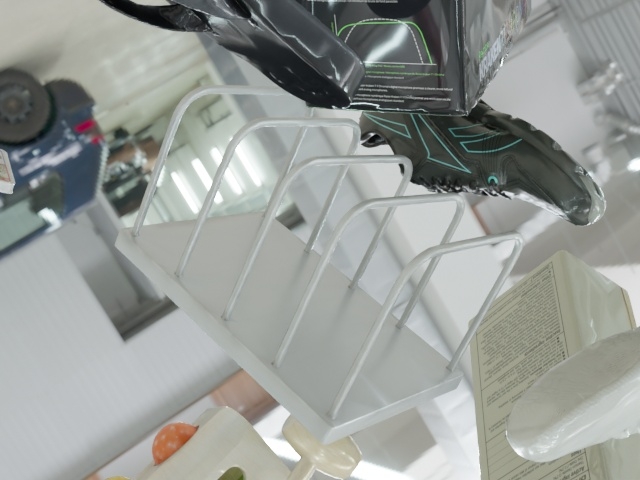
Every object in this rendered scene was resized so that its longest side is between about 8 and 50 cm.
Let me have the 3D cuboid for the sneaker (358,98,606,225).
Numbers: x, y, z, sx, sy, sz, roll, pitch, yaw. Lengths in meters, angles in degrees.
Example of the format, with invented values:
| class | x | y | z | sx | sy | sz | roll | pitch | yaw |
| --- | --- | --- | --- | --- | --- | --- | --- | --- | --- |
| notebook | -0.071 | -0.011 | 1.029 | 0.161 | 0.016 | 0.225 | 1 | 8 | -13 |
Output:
| class | x | y | z | sx | sy | sz | roll | pitch | yaw |
| --- | --- | --- | --- | --- | --- | --- | --- | --- | --- |
| sneaker | 0.142 | -0.077 | 0.887 | 0.106 | 0.267 | 0.101 | -54 | 146 | 5 |

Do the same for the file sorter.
| class | x | y | z | sx | sy | sz | roll | pitch | yaw |
| --- | --- | --- | --- | --- | --- | --- | --- | --- | --- |
| file sorter | 0.000 | 0.000 | 0.824 | 0.193 | 0.278 | 0.173 | -9 | 130 | -50 |

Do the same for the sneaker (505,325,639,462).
| class | x | y | z | sx | sy | sz | roll | pitch | yaw |
| --- | --- | --- | --- | --- | --- | --- | --- | --- | --- |
| sneaker | 0.223 | 0.103 | 0.629 | 0.212 | 0.094 | 0.080 | -28 | -171 | -17 |

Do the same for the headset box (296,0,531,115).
| class | x | y | z | sx | sy | sz | roll | pitch | yaw |
| --- | --- | --- | --- | --- | --- | --- | --- | --- | --- |
| headset box | 0.075 | -0.273 | 0.718 | 0.131 | 0.283 | 0.246 | 6 | -148 | 22 |

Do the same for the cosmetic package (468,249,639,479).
| class | x | y | z | sx | sy | sz | roll | pitch | yaw |
| --- | --- | --- | --- | --- | --- | --- | --- | --- | --- |
| cosmetic package | 0.251 | 0.177 | 0.985 | 0.160 | 0.113 | 0.309 | -44 | -153 | 35 |

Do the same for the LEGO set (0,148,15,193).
| class | x | y | z | sx | sy | sz | roll | pitch | yaw |
| --- | --- | --- | --- | --- | --- | --- | --- | --- | --- |
| LEGO set | -0.365 | -0.097 | 0.797 | 0.060 | 0.183 | 0.244 | -66 | -148 | 16 |

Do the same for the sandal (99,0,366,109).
| class | x | y | z | sx | sy | sz | roll | pitch | yaw |
| --- | --- | --- | --- | --- | --- | --- | --- | --- | --- |
| sandal | -0.080 | -0.143 | 0.534 | 0.054 | 0.254 | 0.097 | -61 | -156 | -9 |

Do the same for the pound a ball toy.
| class | x | y | z | sx | sy | sz | roll | pitch | yaw |
| --- | --- | --- | --- | --- | --- | --- | --- | --- | --- |
| pound a ball toy | -0.139 | 0.263 | 0.892 | 0.319 | 0.135 | 0.208 | -42 | -174 | -23 |
